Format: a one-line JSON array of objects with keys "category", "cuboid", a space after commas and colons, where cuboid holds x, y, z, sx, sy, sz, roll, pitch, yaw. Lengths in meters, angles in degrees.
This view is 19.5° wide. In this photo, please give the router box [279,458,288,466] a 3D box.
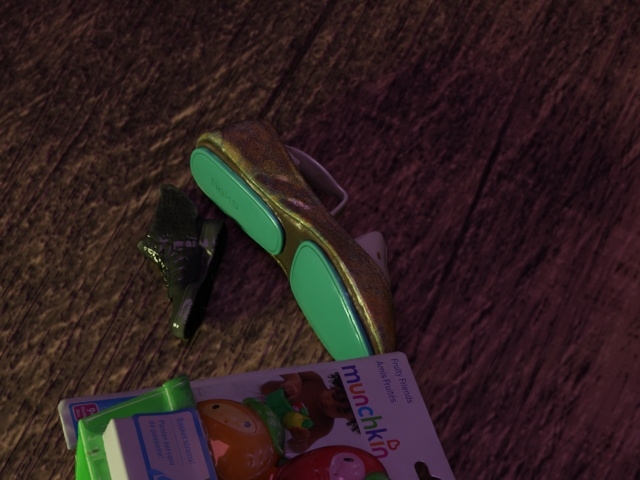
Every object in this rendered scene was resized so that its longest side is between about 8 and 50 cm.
[{"category": "router box", "cuboid": [-0.077, 0.380, 1.782, 0.301, 0.082, 0.335, -40, 68, -16]}]

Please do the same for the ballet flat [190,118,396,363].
[{"category": "ballet flat", "cuboid": [0.000, 0.000, 1.961, 0.123, 0.123, 0.348, -34, 67, -14]}]

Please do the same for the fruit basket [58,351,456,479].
[{"category": "fruit basket", "cuboid": [-0.041, 0.233, 1.702, 0.353, 0.165, 0.327, -10, 47, -11]}]

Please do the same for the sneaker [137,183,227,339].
[{"category": "sneaker", "cuboid": [-0.156, 0.023, 1.987, 0.089, 0.051, 0.170, 11, 64, 13]}]
